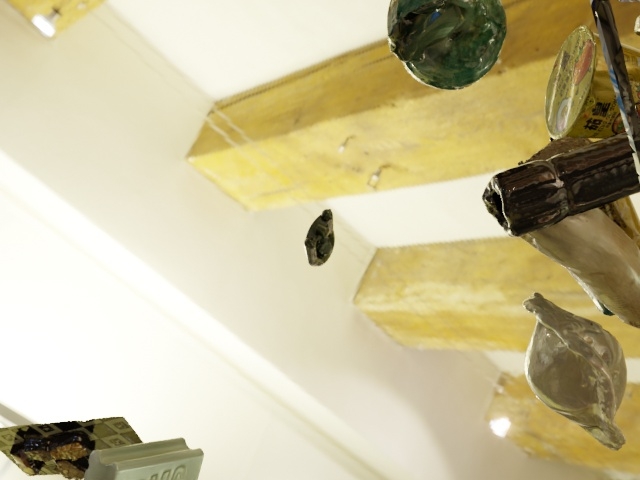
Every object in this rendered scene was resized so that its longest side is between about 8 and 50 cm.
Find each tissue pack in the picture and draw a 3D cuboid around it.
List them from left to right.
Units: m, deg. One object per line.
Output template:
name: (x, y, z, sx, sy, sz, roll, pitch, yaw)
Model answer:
tissue pack: (0.472, -0.034, 1.613, 0.271, 0.134, 0.192, 57, 4, -30)

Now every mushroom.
mushroom: (0.394, 0.025, 1.344, 0.351, 0.095, 0.122, 35, -28, -25)

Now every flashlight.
flashlight: (0.416, -0.104, 1.186, 0.103, 0.423, 0.103, 160, -90, -89)

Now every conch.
conch: (0.169, -0.298, 1.307, 0.196, 0.134, 0.202, -9, -38, -12)

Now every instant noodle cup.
instant noodle cup: (0.463, -0.239, 1.486, 0.144, 0.182, 0.182, 11, -21, -8)

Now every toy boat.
toy boat: (0.000, 0.000, 2.035, 0.052, 0.104, 0.210, 26, -16, 11)

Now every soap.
soap: (-0.284, 0.386, 1.469, 0.066, 0.119, 0.198, 20, 7, 34)

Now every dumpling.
dumpling: (0.316, 0.150, 1.159, 0.229, 0.124, 0.151, 61, 3, 36)

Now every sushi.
sushi: (-0.434, 0.376, 1.595, 0.279, 0.043, 0.193, -6, -42, 13)

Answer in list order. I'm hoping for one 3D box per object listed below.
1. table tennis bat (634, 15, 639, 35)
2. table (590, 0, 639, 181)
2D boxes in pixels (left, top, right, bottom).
table tennis bat: (0.528, -0.276, 1.255, 0.198, 0.050, 0.321, 11, 9, 15)
table: (0.472, -0.171, 0.845, 0.222, 0.335, 0.272, -134, -160, -70)
